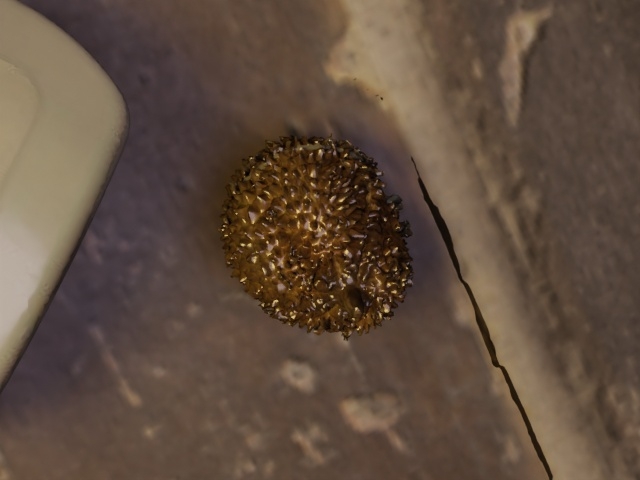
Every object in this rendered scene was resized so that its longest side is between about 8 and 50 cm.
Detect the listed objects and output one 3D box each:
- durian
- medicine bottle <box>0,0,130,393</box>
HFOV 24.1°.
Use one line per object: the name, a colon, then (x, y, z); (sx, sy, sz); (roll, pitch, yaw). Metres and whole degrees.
durian: (0.000, 0.000, 0.577); (0.080, 0.091, 0.080); (-8, 123, -13)
medicine bottle: (-0.239, -0.054, 0.489); (0.324, 0.124, 0.179); (28, 88, -18)
